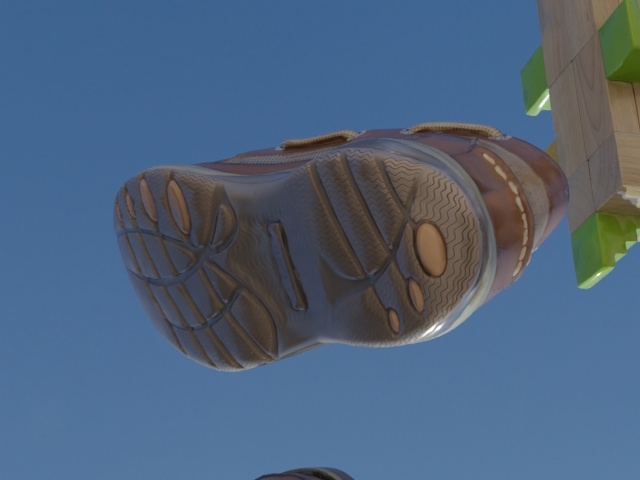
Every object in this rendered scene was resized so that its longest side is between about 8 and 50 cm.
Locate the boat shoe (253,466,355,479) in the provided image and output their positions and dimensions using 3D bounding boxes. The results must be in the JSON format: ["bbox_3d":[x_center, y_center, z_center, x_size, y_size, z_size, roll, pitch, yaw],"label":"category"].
[{"bbox_3d":[-0.012,0.223,0.922,0.104,0.307,0.110,2,-88,-26],"label":"boat shoe"}]

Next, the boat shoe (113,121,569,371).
[{"bbox_3d":[0.000,0.000,0.736,0.116,0.324,0.123,-21,-77,-36],"label":"boat shoe"}]

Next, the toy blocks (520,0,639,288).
[{"bbox_3d":[0.336,-0.142,1.186,0.261,0.191,0.381,4,-116,-16],"label":"toy blocks"}]
